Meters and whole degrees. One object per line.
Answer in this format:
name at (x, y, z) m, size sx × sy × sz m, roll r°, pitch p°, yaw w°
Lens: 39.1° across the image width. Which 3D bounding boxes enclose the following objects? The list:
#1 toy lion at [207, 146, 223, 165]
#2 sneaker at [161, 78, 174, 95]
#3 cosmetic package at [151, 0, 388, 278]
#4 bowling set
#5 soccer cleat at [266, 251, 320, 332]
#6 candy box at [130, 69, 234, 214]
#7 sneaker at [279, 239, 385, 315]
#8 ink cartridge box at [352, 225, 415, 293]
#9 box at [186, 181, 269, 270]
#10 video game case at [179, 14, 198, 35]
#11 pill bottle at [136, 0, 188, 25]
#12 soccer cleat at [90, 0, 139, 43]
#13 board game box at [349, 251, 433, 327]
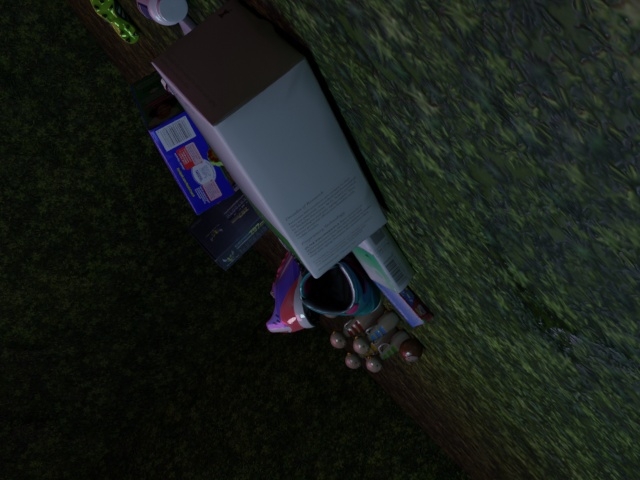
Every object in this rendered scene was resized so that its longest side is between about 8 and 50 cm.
toy lion at (-0.215, -0.207, 2.107) m, size 0.100 × 0.096 × 0.034 m, roll 44°, pitch 171°, yaw 39°
sneaker at (-0.274, -0.328, 1.890) m, size 0.085 × 0.086 × 0.237 m, roll 55°, pitch 170°, yaw -25°
cosmetic package at (-0.061, -0.136, 1.291) m, size 0.197 × 0.155 × 0.365 m, roll 47°, pitch 174°, yaw 41°
bowling set at (0.122, 0.233, 2.095) m, size 0.200 × 0.154 × 0.287 m, roll 43°, pitch 171°, yaw 45°
soccer cleat at (-0.062, 0.081, 2.105) m, size 0.108 × 0.117 × 0.318 m, roll 56°, pitch -155°, yaw -39°
candy box at (-0.355, -0.259, 2.292) m, size 0.268 × 0.122 × 0.317 m, roll 65°, pitch 174°, yaw -36°
sneaker at (-0.010, 0.048, 1.839) m, size 0.295 × 0.123 × 0.178 m, roll 43°, pitch -162°, yaw 12°
ink cartridge box at (0.046, -0.015, 1.566) m, size 0.225 × 0.056 × 0.181 m, roll 24°, pitch 155°, yaw 52°
box at (-0.223, -0.055, 2.399) m, size 0.183 × 0.233 × 0.059 m, roll 43°, pitch 176°, yaw 45°
video game case at (-0.198, -0.333, 1.650) m, size 0.157 × 0.019 × 0.143 m, roll 48°, pitch 172°, yaw 19°
pill bottle at (-0.264, -0.398, 1.518) m, size 0.067 × 0.067 × 0.120 m, roll 54°, pitch 172°, yaw -31°
soccer cleat at (-0.522, -0.572, 2.269) m, size 0.179 × 0.060 × 0.072 m, roll 53°, pitch -175°, yaw -27°
board game box at (0.107, 0.052, 1.755) m, size 0.281 × 0.027 × 0.145 m, roll 49°, pitch 172°, yaw 4°
